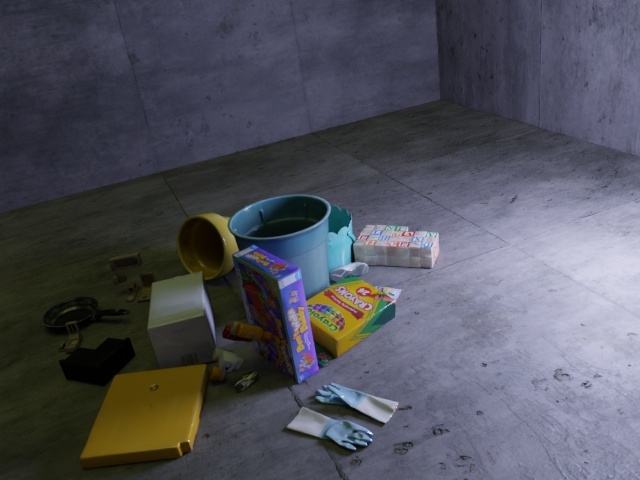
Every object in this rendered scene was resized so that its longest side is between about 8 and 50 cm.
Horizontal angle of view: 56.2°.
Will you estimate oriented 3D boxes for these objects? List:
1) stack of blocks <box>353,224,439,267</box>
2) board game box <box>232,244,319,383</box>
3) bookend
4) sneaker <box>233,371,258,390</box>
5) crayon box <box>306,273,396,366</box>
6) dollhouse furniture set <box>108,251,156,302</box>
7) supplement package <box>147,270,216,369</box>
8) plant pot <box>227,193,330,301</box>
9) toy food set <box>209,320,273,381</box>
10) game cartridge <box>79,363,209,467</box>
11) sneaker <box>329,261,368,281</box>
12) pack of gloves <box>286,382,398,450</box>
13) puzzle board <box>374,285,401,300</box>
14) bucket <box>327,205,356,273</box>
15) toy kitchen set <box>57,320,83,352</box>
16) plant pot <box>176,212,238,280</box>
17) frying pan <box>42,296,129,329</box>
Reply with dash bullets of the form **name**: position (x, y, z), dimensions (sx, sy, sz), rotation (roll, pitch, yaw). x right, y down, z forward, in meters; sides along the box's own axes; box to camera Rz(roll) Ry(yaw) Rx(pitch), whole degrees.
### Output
- **stack of blocks**: position (0.292, 0.020, 2.264), dimensions (0.297, 0.087, 0.171), rotation (2, 28, 22)
- **board game box**: position (-0.129, 0.208, 1.726), dimensions (0.078, 0.347, 0.233), rotation (-26, 31, -31)
- **bookend**: position (-0.702, 0.372, 1.890), dimensions (0.157, 0.072, 0.156), rotation (2, 27, 22)
- **sneaker**: position (-0.217, 0.405, 1.725), dimensions (0.083, 0.031, 0.035), rotation (-24, 16, -37)
- **crayon box**: position (0.058, 0.240, 1.870), dimensions (0.318, 0.081, 0.202), rotation (-29, 43, -35)
- **dollhouse furniture set**: position (-0.718, 0.144, 2.266), dimensions (0.144, 0.151, 0.123), rotation (-11, 26, 0)
- **supplement package**: position (-0.440, 0.254, 1.925), dimensions (0.178, 0.175, 0.293), rotation (-13, 27, -6)
- **plant pot**: position (-0.114, 0.063, 2.029), dimensions (0.341, 0.334, 0.341), rotation (-7, 26, 3)
- **toy food set**: position (-0.232, 0.314, 1.737), dimensions (0.105, 0.232, 0.111), rotation (18, 28, -25)
- **game cartridge**: position (-0.468, 0.474, 1.646), dimensions (0.285, 0.052, 0.323), rotation (-7, 29, 3)
- **sneaker**: position (0.097, 0.114, 2.188), dimensions (0.152, 0.053, 0.061), rotation (-13, 17, -21)
- **pack of gloves**: position (0.055, 0.438, 1.547), dimensions (0.232, 0.046, 0.195), rotation (8, 30, 32)
- **puzzle board**: position (0.210, 0.193, 2.029), dimensions (0.096, 0.011, 0.128), rotation (4, 30, 25)
- **bucket**: position (0.000, 0.000, 2.291), dimensions (0.281, 0.183, 0.281), rotation (-7, 27, 3)
- **toy kitchen set**: position (-0.858, 0.329, 2.022), dimensions (0.068, 0.075, 0.083), rotation (-10, 22, 0)
- **plant pot**: position (-0.391, 0.008, 2.358), dimensions (0.254, 0.254, 0.239), rotation (9, 15, 32)
- **frying pan**: position (-0.844, 0.257, 2.191), dimensions (0.326, 0.053, 0.197), rotation (-9, 26, -4)
